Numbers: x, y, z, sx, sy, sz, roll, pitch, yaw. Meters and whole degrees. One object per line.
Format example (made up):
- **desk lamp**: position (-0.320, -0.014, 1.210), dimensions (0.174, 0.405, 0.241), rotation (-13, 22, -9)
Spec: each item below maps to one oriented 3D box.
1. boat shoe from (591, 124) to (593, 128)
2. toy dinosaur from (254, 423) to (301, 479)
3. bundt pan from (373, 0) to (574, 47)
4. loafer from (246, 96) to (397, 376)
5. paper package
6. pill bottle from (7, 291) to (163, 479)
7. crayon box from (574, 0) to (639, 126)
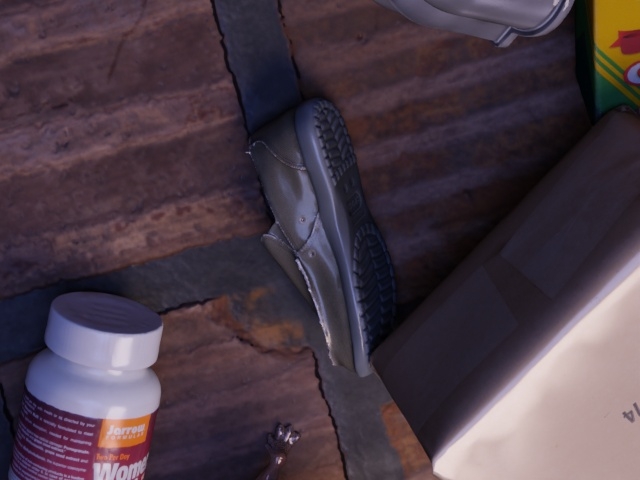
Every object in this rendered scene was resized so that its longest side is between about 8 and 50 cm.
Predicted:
- **boat shoe**: position (0.305, -0.089, 1.729), dimensions (0.137, 0.049, 0.043), rotation (-2, 147, -3)
- **toy dinosaur**: position (-0.069, 0.294, 1.748), dimensions (0.295, 0.200, 0.127), rotation (-32, 107, 8)
- **bundt pan**: position (0.097, -0.314, 1.487), dimensions (0.124, 0.331, 0.331), rotation (-1, 110, -29)
- **loafer**: position (0.000, 0.000, 1.727), dimensions (0.087, 0.094, 0.251), rotation (-10, 100, 26)
- **paper package**: position (0.262, 0.105, 1.683), dimensions (0.325, 0.168, 0.309), rotation (-46, 124, 10)
- **pill bottle**: position (-0.209, 0.166, 1.741), dimensions (0.121, 0.121, 0.221), rotation (11, 107, -6)
- **crayon box**: position (0.305, -0.216, 1.569), dimensions (0.202, 0.081, 0.318), rotation (-14, 149, 2)
